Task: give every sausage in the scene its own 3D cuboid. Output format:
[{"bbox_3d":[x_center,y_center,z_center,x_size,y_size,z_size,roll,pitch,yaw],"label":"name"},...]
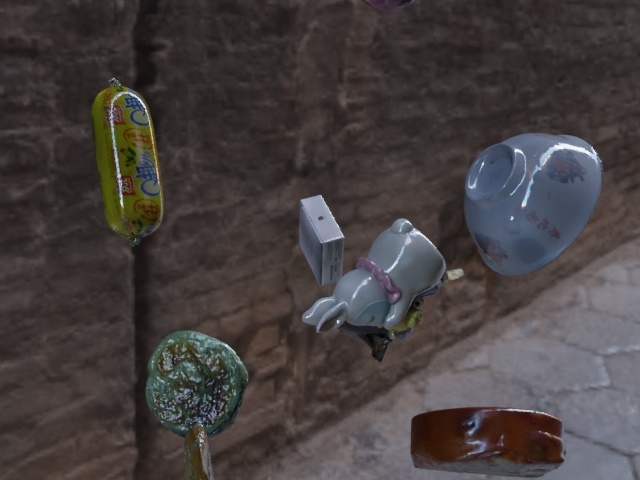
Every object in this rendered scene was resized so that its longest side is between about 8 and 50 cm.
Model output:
[{"bbox_3d":[-0.386,-0.159,1.923,0.123,0.347,0.123,-10,-7,-1],"label":"sausage"}]

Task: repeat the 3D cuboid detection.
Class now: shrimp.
[{"bbox_3d":[-0.203,0.452,1.669,0.062,0.152,0.287,-3,55,-14],"label":"shrimp"}]

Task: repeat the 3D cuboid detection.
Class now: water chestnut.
[{"bbox_3d":[0.147,0.203,2.561,0.223,0.238,0.224,4,-15,1],"label":"water chestnut"}]

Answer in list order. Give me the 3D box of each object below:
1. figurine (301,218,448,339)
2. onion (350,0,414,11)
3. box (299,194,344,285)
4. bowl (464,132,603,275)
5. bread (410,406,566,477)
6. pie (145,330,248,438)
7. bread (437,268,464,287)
[{"bbox_3d":[0.092,0.091,1.580,0.235,0.155,0.127,-43,47,-9],"label":"figurine"},{"bbox_3d":[0.112,-0.483,1.644,0.177,0.177,0.153,-10,29,-40],"label":"onion"},{"bbox_3d":[0.000,0.000,1.958,0.051,0.130,0.129,-14,48,-16],"label":"box"},{"bbox_3d":[0.410,-0.109,2.043,0.157,0.346,0.345,29,0,-30],"label":"bowl"},{"bbox_3d":[0.325,0.400,1.889,0.295,0.114,0.328,3,-16,1],"label":"bread"},{"bbox_3d":[-0.264,0.303,2.029,0.240,0.241,0.054,7,-1,17],"label":"pie"},{"bbox_3d":[0.273,0.090,2.169,0.068,0.028,0.153,-30,-9,25],"label":"bread"}]
